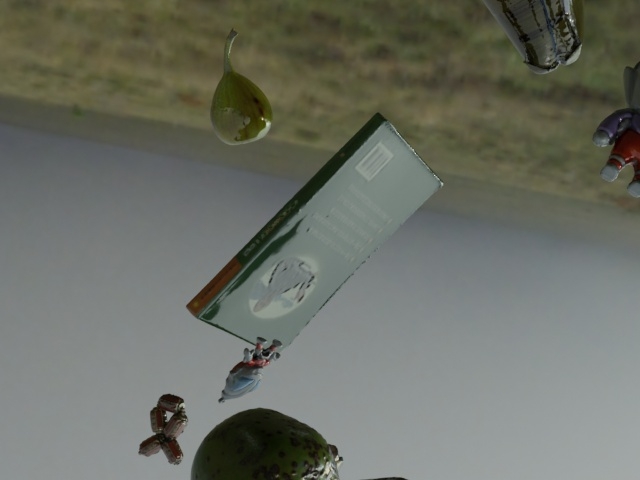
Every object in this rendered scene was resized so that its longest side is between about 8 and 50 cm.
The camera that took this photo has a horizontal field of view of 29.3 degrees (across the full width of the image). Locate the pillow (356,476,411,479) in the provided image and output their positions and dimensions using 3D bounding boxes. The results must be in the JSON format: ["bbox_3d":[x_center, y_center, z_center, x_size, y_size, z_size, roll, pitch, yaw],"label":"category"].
[{"bbox_3d":[0.096,0.273,1.102,0.208,0.052,0.212,34,155,-17],"label":"pillow"}]

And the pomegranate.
[{"bbox_3d":[-0.076,0.381,1.888,0.254,0.254,0.271,14,-161,40],"label":"pomegranate"}]

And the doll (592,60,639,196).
[{"bbox_3d":[0.348,-0.138,1.247,0.102,0.227,0.075,34,153,3],"label":"doll"}]

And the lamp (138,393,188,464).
[{"bbox_3d":[-0.189,0.229,1.497,0.063,0.083,0.031,9,-178,26],"label":"lamp"}]

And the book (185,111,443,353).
[{"bbox_3d":[0.000,0.000,1.737,0.043,0.371,0.260,47,-176,28],"label":"book"}]

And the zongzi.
[{"bbox_3d":[0.348,-0.399,1.677,0.260,0.289,0.123,51,-155,-15],"label":"zongzi"}]

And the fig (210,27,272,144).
[{"bbox_3d":[-0.117,-0.224,1.794,0.093,0.166,0.093,-3,-176,0],"label":"fig"}]

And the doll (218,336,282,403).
[{"bbox_3d":[-0.092,0.169,1.550,0.039,0.114,0.057,40,-162,9],"label":"doll"}]
